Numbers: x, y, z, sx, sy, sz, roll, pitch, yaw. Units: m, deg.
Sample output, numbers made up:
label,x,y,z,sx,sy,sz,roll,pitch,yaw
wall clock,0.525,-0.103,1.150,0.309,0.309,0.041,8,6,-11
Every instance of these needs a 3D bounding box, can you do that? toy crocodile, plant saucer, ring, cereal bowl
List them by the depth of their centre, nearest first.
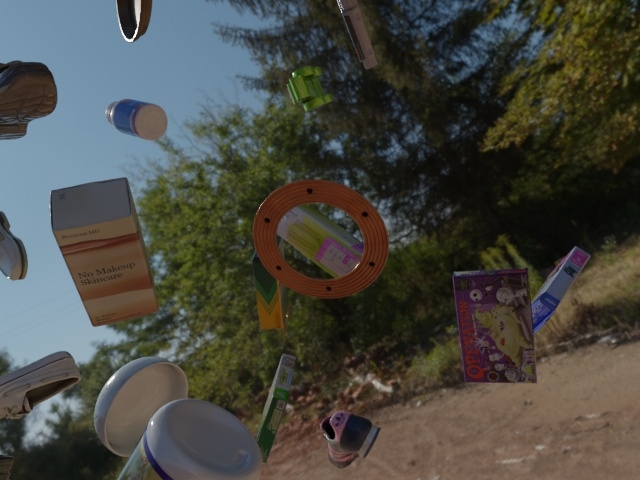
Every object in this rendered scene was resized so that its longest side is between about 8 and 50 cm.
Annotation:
label,x,y,z,sx,sy,sz,roll,pitch,yaw
ring,0.000,0.000,1.298,0.336,0.336,0.032,-37,17,28
plant saucer,-0.529,-0.707,1.506,0.041,0.278,0.278,-7,-21,-33
toy crocodile,-0.040,-0.441,1.569,0.105,0.115,0.340,-20,12,15
cereal bowl,-0.627,0.548,1.818,0.339,0.141,0.339,-30,-50,-44

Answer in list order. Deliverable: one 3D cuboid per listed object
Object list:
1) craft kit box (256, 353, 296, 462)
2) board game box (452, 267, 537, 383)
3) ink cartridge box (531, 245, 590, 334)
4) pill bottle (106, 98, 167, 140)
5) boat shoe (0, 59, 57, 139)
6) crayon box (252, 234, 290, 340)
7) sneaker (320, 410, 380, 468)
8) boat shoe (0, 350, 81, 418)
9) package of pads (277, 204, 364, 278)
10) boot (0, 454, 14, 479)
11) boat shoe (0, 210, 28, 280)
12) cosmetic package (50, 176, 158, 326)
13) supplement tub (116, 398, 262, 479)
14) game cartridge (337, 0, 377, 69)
label,x,y,z,sx,sy,sz,roll,pitch,yaw
craft kit box,-0.148,0.538,1.726,0.247,0.061,0.250,-72,1,-71
board game box,0.510,0.253,1.549,0.208,0.347,0.056,-4,16,25
ink cartridge box,0.716,0.174,1.662,0.311,0.065,0.186,-46,-18,-28
pill bottle,-0.640,-0.421,1.828,0.124,0.221,0.124,-28,-53,-45
boat shoe,-0.656,-0.307,1.099,0.355,0.130,0.132,-11,2,43
crayon box,-0.167,0.160,1.838,0.083,0.323,0.203,-3,24,4
sneaker,0.055,0.523,1.425,0.112,0.131,0.319,-56,-5,-34
boat shoe,-0.675,0.352,1.188,0.267,0.088,0.096,-26,-33,-35
package of pads,0.025,0.011,1.517,0.101,0.296,0.229,-57,-14,10
boot,-0.731,0.579,1.227,0.083,0.161,0.246,-6,-23,22
boat shoe,-0.961,0.016,1.566,0.103,0.302,0.113,2,-59,-52
cosmetic package,-0.444,0.031,1.115,0.153,0.129,0.296,-14,-43,-15
supplement tub,-0.289,0.513,1.045,0.331,0.241,0.241,-59,-14,9
game cartridge,0.091,-0.721,1.660,0.068,0.230,0.355,-17,-21,12
